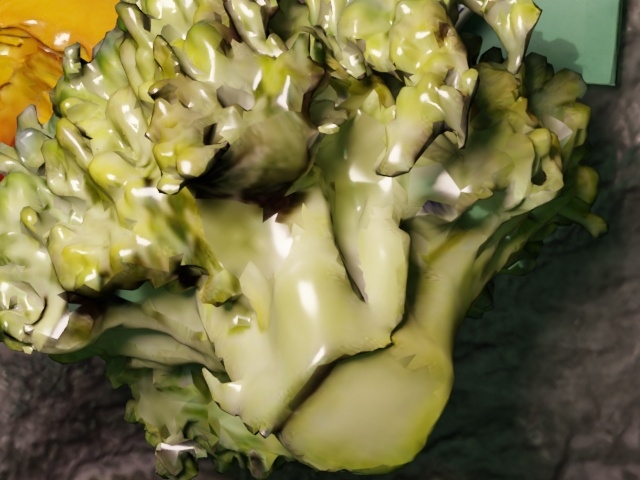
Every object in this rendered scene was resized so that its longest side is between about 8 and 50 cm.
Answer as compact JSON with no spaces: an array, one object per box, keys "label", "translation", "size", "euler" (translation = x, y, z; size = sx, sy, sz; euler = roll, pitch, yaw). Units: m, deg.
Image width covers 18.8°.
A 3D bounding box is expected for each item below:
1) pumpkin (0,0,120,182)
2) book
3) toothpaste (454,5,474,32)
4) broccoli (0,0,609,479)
[{"label":"pumpkin","translation":[-0.228,-0.059,1.153],"size":[0.312,0.169,0.148],"euler":[-26,61,1]},{"label":"book","translation":[0.128,-0.161,1.137],"size":[0.103,0.017,0.135],"euler":[4,104,5]},{"label":"toothpaste","translation":[0.069,-0.143,1.123],"size":[0.060,0.038,0.233],"euler":[45,115,4]},{"label":"broccoli","translation":[-0.009,-0.012,1.053],"size":[0.334,0.272,0.324],"euler":[31,82,-36]}]
